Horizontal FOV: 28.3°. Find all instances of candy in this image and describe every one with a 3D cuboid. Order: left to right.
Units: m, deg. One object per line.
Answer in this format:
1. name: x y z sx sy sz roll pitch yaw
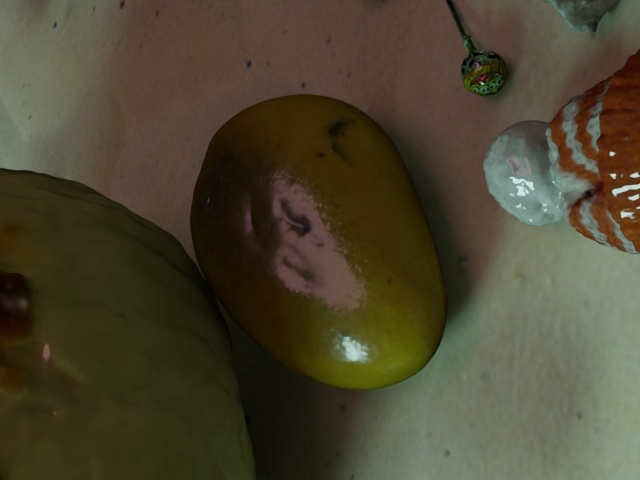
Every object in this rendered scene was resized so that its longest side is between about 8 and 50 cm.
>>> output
1. candy: 0.083 -0.110 0.700 0.025 0.023 0.083 -55 32 35

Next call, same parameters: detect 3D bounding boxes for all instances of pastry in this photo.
1. pastry: -0.220 0.140 0.727 0.388 0.312 0.388 -7 82 57

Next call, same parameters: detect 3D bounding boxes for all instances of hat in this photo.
1. hat: 0.137 -0.037 0.572 0.162 0.093 0.112 -10 59 68

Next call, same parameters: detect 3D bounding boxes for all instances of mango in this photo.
1. mango: 0.000 0.000 0.701 0.137 0.098 0.195 -57 46 15

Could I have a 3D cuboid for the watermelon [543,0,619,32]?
1. watermelon: 0.084 -0.234 0.614 0.201 0.261 0.213 105 149 -48
